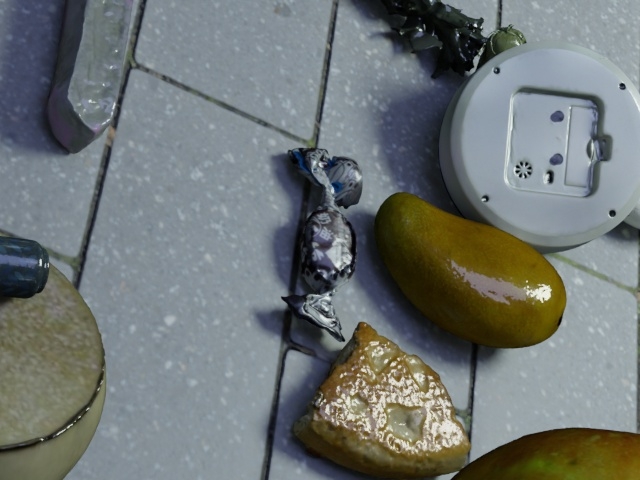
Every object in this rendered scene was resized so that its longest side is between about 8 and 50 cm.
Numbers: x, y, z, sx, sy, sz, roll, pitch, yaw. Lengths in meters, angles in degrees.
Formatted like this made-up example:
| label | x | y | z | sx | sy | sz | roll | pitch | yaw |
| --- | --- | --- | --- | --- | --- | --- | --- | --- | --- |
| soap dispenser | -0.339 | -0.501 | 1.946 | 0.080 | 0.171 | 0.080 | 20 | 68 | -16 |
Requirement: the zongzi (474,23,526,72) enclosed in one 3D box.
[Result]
| label | x | y | z | sx | sy | sz | roll | pitch | yaw |
| --- | --- | --- | --- | --- | --- | --- | --- | --- | --- |
| zongzi | 0.192 | -0.178 | 1.923 | 0.055 | 0.109 | 0.119 | 25 | 48 | 20 |

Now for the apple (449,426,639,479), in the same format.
| label | x | y | z | sx | sy | sz | roll | pitch | yaw |
| --- | --- | --- | --- | --- | --- | --- | --- | --- | --- |
| apple | 0.244 | 0.357 | 1.464 | 0.384 | 0.374 | 0.374 | 23 | 51 | -2 |

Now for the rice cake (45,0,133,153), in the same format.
| label | x | y | z | sx | sy | sz | roll | pitch | yaw |
| --- | --- | --- | --- | --- | --- | --- | --- | --- | --- |
| rice cake | -0.225 | -0.263 | 1.715 | 0.064 | 0.070 | 0.399 | 19 | 54 | -23 |

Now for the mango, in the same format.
| label | x | y | z | sx | sy | sz | roll | pitch | yaw |
| --- | --- | --- | --- | --- | --- | --- | --- | --- | --- |
| mango | 0.153 | 0.034 | 1.777 | 0.227 | 0.099 | 0.136 | 33 | 54 | -3 |

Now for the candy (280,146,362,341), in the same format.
| label | x | y | z | sx | sy | sz | roll | pitch | yaw |
| --- | --- | --- | --- | --- | --- | --- | --- | --- | --- |
| candy | 0.000 | 0.000 | 1.727 | 0.094 | 0.051 | 0.226 | 10 | 56 | -17 |

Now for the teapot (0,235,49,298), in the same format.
| label | x | y | z | sx | sy | sz | roll | pitch | yaw |
| --- | --- | --- | --- | --- | --- | --- | --- | --- | --- |
| teapot | -0.266 | 0.014 | 1.372 | 0.083 | 0.049 | 0.063 | 10 | 41 | -28 |

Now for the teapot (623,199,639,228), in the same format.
| label | x | y | z | sx | sy | sz | roll | pitch | yaw |
| --- | --- | --- | --- | --- | --- | --- | --- | --- | --- |
| teapot | 0.379 | -0.072 | 1.994 | 0.226 | 0.092 | 0.145 | -34 | 82 | -41 |

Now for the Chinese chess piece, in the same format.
| label | x | y | z | sx | sy | sz | roll | pitch | yaw |
| --- | --- | --- | --- | --- | --- | --- | --- | --- | --- |
| Chinese chess piece | -0.306 | 0.101 | 1.375 | 0.270 | 0.112 | 0.270 | 20 | 38 | -17 |

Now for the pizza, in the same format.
| label | x | y | z | sx | sy | sz | roll | pitch | yaw |
| --- | --- | --- | --- | --- | --- | --- | --- | --- | --- |
| pizza | 0.051 | 0.157 | 1.662 | 0.182 | 0.062 | 0.161 | 1 | 70 | -28 |

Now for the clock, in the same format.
| label | x | y | z | sx | sy | sz | roll | pitch | yaw |
| --- | --- | --- | --- | --- | --- | --- | --- | --- | --- |
| clock | 0.249 | -0.102 | 1.861 | 0.230 | 0.083 | 0.230 | 1 | 86 | -9 |

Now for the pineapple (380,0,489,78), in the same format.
| label | x | y | z | sx | sy | sz | roll | pitch | yaw |
| --- | --- | --- | --- | --- | --- | --- | --- | --- | --- |
| pineapple | 0.095 | -0.294 | 1.937 | 0.251 | 0.125 | 0.125 | 49 | 47 | -13 |
